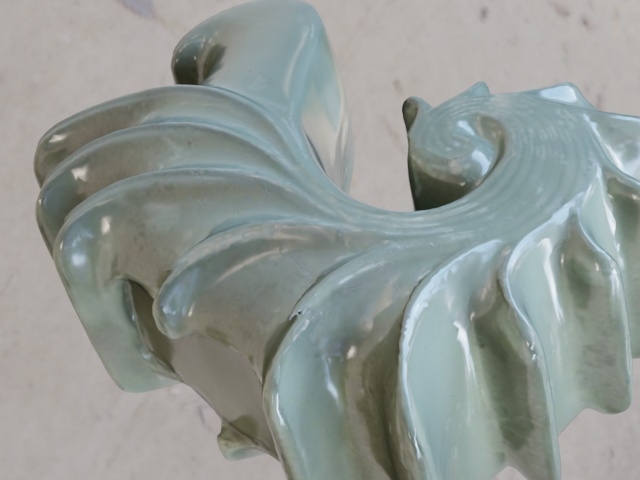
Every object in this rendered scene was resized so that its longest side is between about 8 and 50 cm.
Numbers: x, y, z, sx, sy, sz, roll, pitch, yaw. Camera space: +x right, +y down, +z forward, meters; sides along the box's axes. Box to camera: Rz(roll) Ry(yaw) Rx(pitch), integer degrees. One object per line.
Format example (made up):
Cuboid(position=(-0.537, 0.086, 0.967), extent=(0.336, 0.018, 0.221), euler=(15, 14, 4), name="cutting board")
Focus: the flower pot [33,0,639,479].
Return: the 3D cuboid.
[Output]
Cuboid(position=(0.000, 0.000, 0.691), extent=(0.254, 0.367, 0.165), euler=(-41, 138, -24), name="flower pot")
